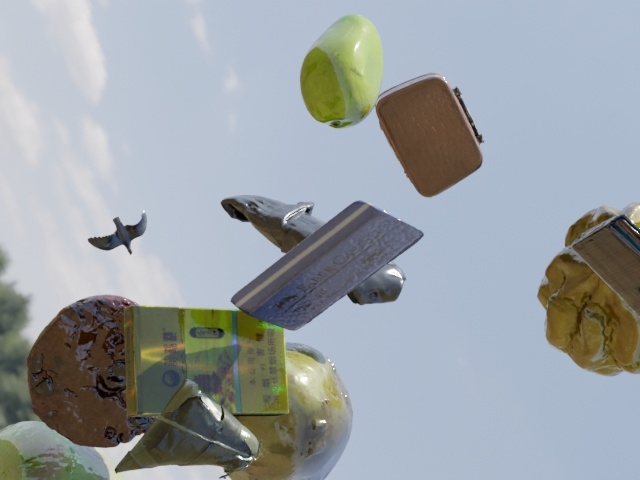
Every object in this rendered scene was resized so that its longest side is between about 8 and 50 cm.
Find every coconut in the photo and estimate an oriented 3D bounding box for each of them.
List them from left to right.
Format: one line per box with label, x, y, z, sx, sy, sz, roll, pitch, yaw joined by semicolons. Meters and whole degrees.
coconut;-0.368;0.353;1.880;0.236;0.205;0.236;38;-7;5

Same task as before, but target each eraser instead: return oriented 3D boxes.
eraser;0.005;0.029;1.538;0.082;0.225;0.036;25;37;-43

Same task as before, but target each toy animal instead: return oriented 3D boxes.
toy animal;-0.255;-0.004;1.829;0.028;0.084;0.050;44;-20;52

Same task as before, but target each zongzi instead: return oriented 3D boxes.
zongzi;-0.129;0.216;1.411;0.109;0.119;0.055;44;-14;-15

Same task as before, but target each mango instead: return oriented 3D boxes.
mango;0.034;-0.211;1.798;0.089;0.163;0.117;-6;-58;36

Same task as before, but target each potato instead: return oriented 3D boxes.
potato;-0.047;0.240;1.889;0.173;0.210;0.307;41;-11;12

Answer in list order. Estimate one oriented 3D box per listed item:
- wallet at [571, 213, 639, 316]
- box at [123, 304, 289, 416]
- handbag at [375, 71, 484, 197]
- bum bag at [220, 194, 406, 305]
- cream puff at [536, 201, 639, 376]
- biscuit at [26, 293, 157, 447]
wallet;0.380;0.068;1.553;0.230;0.042;0.124;47;-14;2
box;-0.127;0.136;1.589;0.030;0.193;0.121;-21;-111;54
handbag;0.188;-0.184;2.390;0.193;0.151;0.072;60;7;-10
bum bag;0.000;0.000;1.967;0.326;0.142;0.080;32;-71;37
cream puff;0.493;0.047;2.307;0.291;0.324;0.257;29;-25;43
biscuit;-0.270;0.162;1.748;0.049;0.192;0.192;-159;-134;-77
